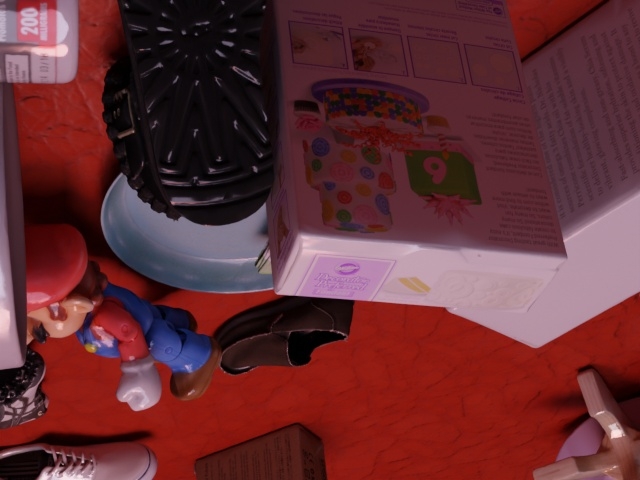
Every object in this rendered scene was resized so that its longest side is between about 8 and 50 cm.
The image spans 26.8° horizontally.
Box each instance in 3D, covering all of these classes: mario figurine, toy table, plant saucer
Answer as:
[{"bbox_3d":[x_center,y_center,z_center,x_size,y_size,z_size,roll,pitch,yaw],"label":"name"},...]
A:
[{"bbox_3d":[-0.276,0.099,1.543,0.198,0.170,0.320,-6,152,40],"label":"mario figurine"},{"bbox_3d":[0.453,0.321,1.992,0.274,0.252,0.161,-37,153,19],"label":"toy table"},{"bbox_3d":[-0.089,-0.043,1.521,0.317,0.044,0.317,-5,144,-4],"label":"plant saucer"}]

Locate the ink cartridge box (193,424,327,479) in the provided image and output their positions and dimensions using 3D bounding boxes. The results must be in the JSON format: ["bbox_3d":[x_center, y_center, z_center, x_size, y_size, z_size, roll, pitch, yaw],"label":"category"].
[{"bbox_3d":[-0.084,0.419,2.013,0.193,0.235,0.088,-23,142,22],"label":"ink cartridge box"}]

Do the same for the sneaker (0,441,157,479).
[{"bbox_3d":[-0.371,0.339,1.967,0.258,0.094,0.091,-11,150,6],"label":"sneaker"}]

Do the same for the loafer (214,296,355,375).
[{"bbox_3d":[-0.052,0.128,1.739,0.220,0.078,0.080,-29,140,27],"label":"loafer"}]

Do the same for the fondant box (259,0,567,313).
[{"bbox_3d":[0.068,-0.103,1.211,0.238,0.330,0.096,5,143,-17],"label":"fondant box"}]

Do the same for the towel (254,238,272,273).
[{"bbox_3d":[0.000,0.000,1.541,0.113,0.023,0.152,8,142,-20],"label":"towel"}]

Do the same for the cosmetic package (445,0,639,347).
[{"bbox_3d":[0.321,-0.101,1.353,0.161,0.230,0.453,24,135,-38],"label":"cosmetic package"}]

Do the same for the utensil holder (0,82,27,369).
[{"bbox_3d":[-0.476,-0.016,1.243,0.385,0.327,0.327,-3,145,-10],"label":"utensil holder"}]

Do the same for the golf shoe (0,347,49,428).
[{"bbox_3d":[-0.396,0.195,1.786,0.094,0.077,0.198,5,152,-36],"label":"golf shoe"}]

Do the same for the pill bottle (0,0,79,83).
[{"bbox_3d":[-0.346,-0.214,1.121,0.283,0.161,0.161,0,145,-11],"label":"pill bottle"}]

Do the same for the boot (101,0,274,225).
[{"bbox_3d":[-0.130,-0.181,1.222,0.131,0.348,0.260,-2,-173,-13],"label":"boot"}]
